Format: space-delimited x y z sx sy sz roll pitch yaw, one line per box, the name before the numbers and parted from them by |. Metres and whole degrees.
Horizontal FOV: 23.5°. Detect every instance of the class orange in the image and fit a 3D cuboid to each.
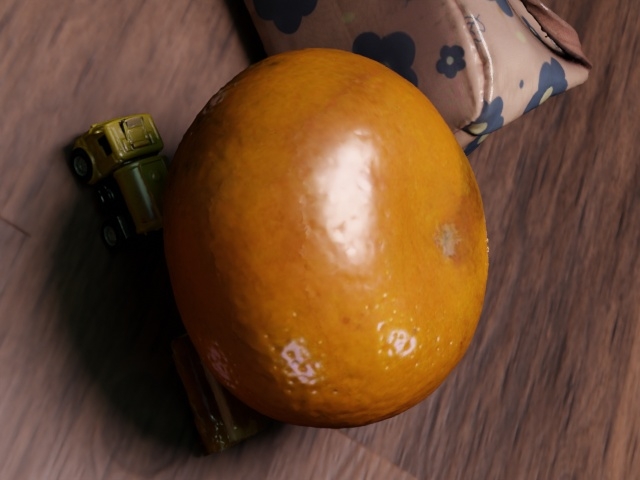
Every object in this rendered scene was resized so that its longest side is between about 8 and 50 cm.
orange | 0.000 0.000 0.966 0.240 0.171 0.240 5 83 -52

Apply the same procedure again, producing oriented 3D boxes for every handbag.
handbag | 0.071 -0.174 1.129 0.193 0.190 0.251 -13 78 -52

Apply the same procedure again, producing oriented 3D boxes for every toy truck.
toy truck | -0.123 -0.042 1.006 0.049 0.054 0.083 -20 85 -41

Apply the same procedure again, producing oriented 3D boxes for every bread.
bread | -0.067 0.094 1.009 0.047 0.036 0.083 -16 84 -44
